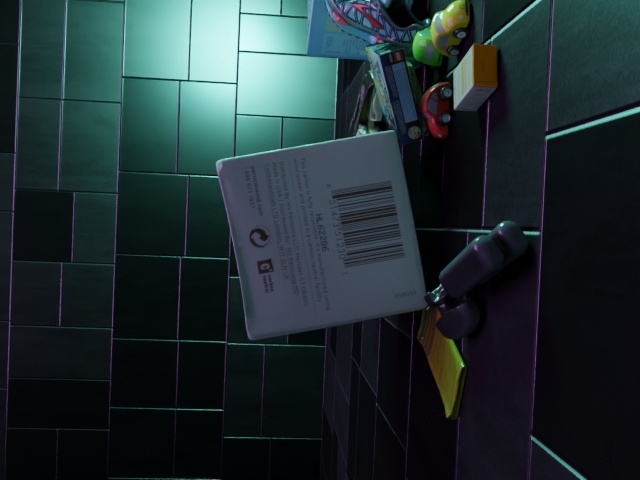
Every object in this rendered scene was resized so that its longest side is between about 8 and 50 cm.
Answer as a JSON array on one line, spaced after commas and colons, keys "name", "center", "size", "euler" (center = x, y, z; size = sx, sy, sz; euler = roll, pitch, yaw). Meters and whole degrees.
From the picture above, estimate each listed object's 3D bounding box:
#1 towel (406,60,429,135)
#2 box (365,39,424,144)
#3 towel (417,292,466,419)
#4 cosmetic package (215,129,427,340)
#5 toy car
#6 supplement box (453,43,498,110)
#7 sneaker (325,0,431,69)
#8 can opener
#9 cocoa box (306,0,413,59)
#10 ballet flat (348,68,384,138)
[{"name": "towel", "center": [0.178, -0.283, 1.294], "size": [0.110, 0.027, 0.148], "euler": [-95, -14, -64]}, {"name": "box", "center": [0.134, -0.281, 1.237], "size": [0.233, 0.044, 0.159], "euler": [-96, -11, -69]}, {"name": "towel", "center": [0.199, 0.186, 1.115], "size": [0.237, 0.021, 0.102], "euler": [-99, 11, -66]}, {"name": "cosmetic package", "center": [0.000, 0.000, 1.339], "size": [0.394, 0.327, 0.329], "euler": [103, 156, -86]}, {"name": "toy car", "center": [0.198, -0.323, 1.178], "size": [0.225, 0.053, 0.239], "euler": [-95, 9, -57]}, {"name": "supplement box", "center": [0.221, -0.231, 0.952], "size": [0.098, 0.036, 0.062], "euler": [121, 151, -80]}, {"name": "sneaker", "center": [0.124, -0.465, 1.349], "size": [0.104, 0.262, 0.125], "euler": [-40, -18, -35]}, {"name": "can opener", "center": [0.207, 0.057, 0.891], "size": [0.093, 0.074, 0.280], "euler": [55, 164, 16]}, {"name": "cocoa box", "center": [0.093, -0.608, 1.528], "size": [0.347, 0.231, 0.228], "euler": [104, 168, -67]}, {"name": "ballet flat", "center": [0.132, -0.326, 1.814], "size": [0.096, 0.095, 0.280], "euler": [-114, 24, -52]}]
